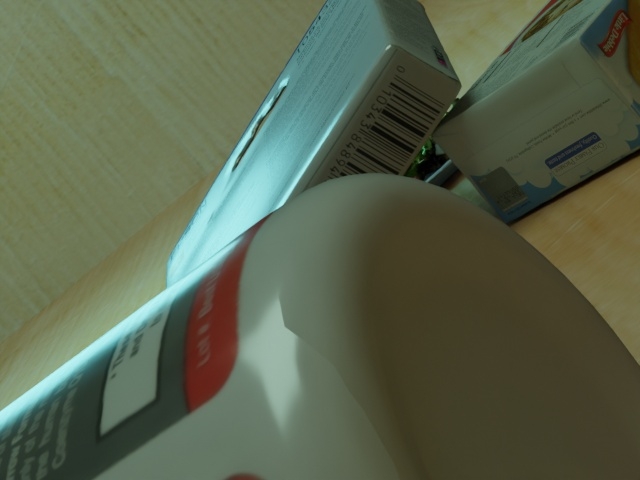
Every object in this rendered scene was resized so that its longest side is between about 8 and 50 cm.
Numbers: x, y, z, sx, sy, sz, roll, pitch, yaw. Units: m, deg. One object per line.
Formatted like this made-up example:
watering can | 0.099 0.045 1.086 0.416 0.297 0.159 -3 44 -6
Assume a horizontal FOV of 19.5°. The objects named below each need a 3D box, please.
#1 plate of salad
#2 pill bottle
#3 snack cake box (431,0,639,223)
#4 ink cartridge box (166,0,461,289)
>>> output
plate of salad | 0.070 -0.064 1.663 0.200 0.048 0.200 -39 8 7
pill bottle | -0.064 0.155 0.582 0.363 0.210 0.210 -35 10 27
snack cake box | 0.208 -0.138 1.328 0.152 0.089 0.264 -33 10 46
ink cartridge box | -0.019 -0.042 1.439 0.324 0.071 0.330 -57 11 15
